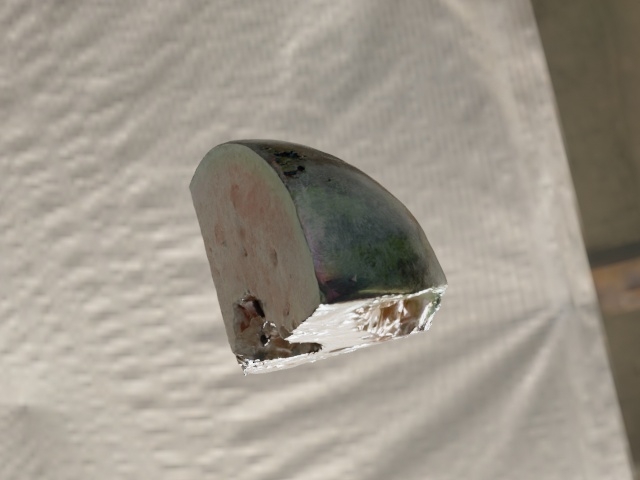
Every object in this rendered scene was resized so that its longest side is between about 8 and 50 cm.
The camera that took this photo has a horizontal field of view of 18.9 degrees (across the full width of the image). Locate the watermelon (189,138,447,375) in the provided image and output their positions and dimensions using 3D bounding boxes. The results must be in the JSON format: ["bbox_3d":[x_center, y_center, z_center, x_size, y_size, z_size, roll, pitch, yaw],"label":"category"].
[{"bbox_3d":[0.006,0.000,1.631,0.175,0.188,0.322,-9,-7,-23],"label":"watermelon"}]
